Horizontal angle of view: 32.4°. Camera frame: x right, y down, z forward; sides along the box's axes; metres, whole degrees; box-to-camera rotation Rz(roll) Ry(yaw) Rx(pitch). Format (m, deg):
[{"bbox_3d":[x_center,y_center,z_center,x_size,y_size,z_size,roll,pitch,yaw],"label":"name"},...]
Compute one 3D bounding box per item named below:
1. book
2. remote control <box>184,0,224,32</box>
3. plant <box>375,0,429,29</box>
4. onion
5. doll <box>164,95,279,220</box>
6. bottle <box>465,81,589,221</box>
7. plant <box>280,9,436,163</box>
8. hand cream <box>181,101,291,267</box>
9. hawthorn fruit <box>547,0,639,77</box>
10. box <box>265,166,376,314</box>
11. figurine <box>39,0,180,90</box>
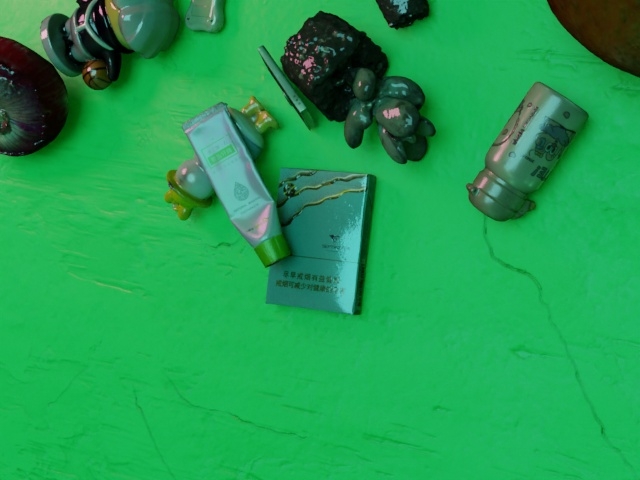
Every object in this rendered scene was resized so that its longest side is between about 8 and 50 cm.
[{"bbox_3d":[-0.055,-0.247,1.812,0.017,0.103,0.135,-34,74,0],"label":"book"},{"bbox_3d":[-0.195,-0.423,1.924,0.074,0.032,0.122,11,90,24],"label":"remote control"},{"bbox_3d":[0.117,-0.412,1.755,0.092,0.094,0.143,-24,81,31],"label":"plant"},{"bbox_3d":[-0.571,-0.268,1.993,0.248,0.248,0.161,-2,55,24],"label":"onion"},{"bbox_3d":[-0.178,-0.138,1.861,0.135,0.099,0.241,41,105,-8],"label":"doll"},{"bbox_3d":[0.308,-0.124,1.651,0.110,0.097,0.209,29,102,-21],"label":"bottle"},{"bbox_3d":[0.063,-0.232,1.733,0.274,0.146,0.149,46,101,19],"label":"plant"},{"bbox_3d":[-0.129,-0.089,1.790,0.079,0.050,0.275,-27,86,-13],"label":"hand cream"},{"bbox_3d":[0.430,-0.386,1.512,0.369,0.285,0.285,38,101,26],"label":"hawthorn fruit"},{"bbox_3d":[0.000,-0.001,1.801,0.162,0.041,0.229,5,89,24],"label":"box"},{"bbox_3d":[-0.362,-0.370,1.941,0.236,0.133,0.176,-19,88,24],"label":"figurine"}]
